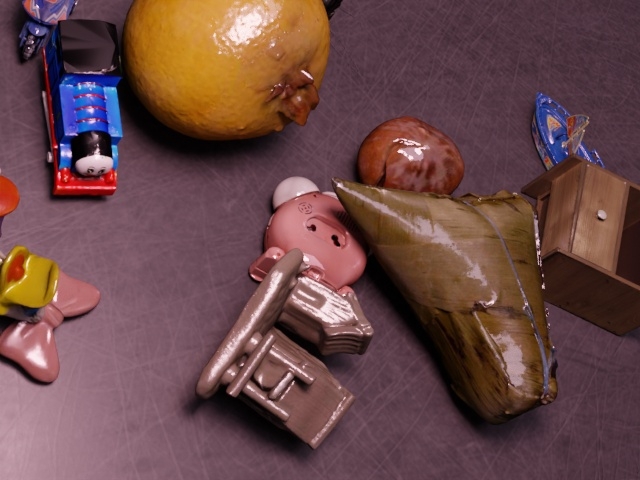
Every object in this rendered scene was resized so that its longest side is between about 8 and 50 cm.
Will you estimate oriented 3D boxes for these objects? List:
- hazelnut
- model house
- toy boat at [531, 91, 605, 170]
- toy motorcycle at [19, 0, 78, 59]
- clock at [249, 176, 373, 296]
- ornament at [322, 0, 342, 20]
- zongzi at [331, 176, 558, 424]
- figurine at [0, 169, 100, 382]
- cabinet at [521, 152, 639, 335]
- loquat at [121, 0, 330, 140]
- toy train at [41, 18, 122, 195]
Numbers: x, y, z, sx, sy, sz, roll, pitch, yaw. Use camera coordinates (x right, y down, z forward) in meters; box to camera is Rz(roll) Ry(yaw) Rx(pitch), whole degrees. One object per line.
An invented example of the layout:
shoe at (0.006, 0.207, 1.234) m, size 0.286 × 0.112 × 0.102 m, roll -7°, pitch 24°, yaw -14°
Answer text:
hazelnut at (0.129, -0.112, 1.790) m, size 0.154 × 0.143 × 0.143 m, roll 19°, pitch 62°, yaw -9°
model house at (-0.032, 0.149, 1.593) m, size 0.188 × 0.122 × 0.229 m, roll 36°, pitch 72°, yaw -6°
toy boat at (0.391, -0.163, 1.962) m, size 0.091 × 0.110 × 0.175 m, roll -24°, pitch 79°, yaw -33°
toy motorcycle at (-0.351, -0.335, 1.656) m, size 0.076 × 0.114 × 0.205 m, roll 23°, pitch 61°, yaw -16°
clock at (0.000, 0.000, 1.707) m, size 0.166 × 0.093 × 0.162 m, roll 29°, pitch 56°, yaw -13°
ornament at (-0.081, -0.389, 1.769) m, size 0.236 × 0.202 × 0.080 m, roll 45°, pitch 64°, yaw 0°
zongzi at (0.162, 0.076, 1.679) m, size 0.360 × 0.160 × 0.323 m, roll 12°, pitch 60°, yaw -42°
figurine at (-0.430, -0.010, 1.439) m, size 0.421 × 0.193 × 0.154 m, roll 38°, pitch 58°, yaw -18°
cabinet at (0.415, 0.007, 1.879) m, size 0.215 × 0.148 × 0.175 m, roll 24°, pitch 60°, yaw -15°
loquat at (-0.112, -0.250, 1.650) m, size 0.274 × 0.275 × 0.275 m, roll 10°, pitch 65°, yaw -23°
toy train at (-0.302, -0.168, 1.599) m, size 0.082 × 0.131 × 0.204 m, roll 0°, pitch 70°, yaw -28°
